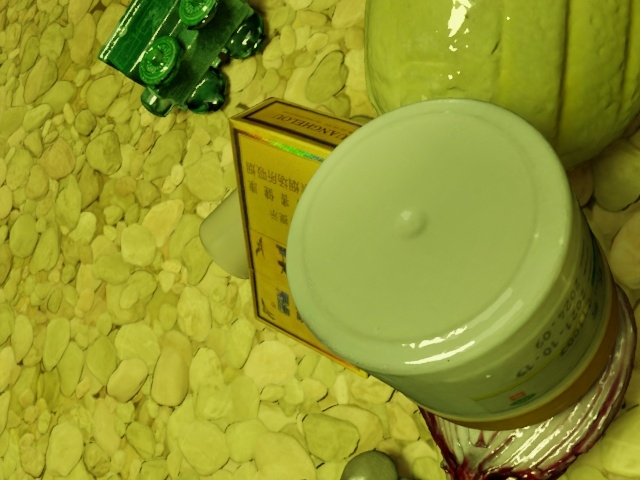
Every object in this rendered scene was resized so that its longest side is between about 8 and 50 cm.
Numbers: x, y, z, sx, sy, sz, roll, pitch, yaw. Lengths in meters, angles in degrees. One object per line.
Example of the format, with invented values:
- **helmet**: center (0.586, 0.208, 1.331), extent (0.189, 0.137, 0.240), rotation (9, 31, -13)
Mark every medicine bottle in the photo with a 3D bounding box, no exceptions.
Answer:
- **medicine bottle**: center (0.124, 0.031, 0.582), extent (0.238, 0.232, 0.238), rotation (-14, 60, 25)
- **medicine bottle**: center (-0.052, -0.061, 0.917), extent (0.252, 0.114, 0.114), rotation (-43, 60, 17)

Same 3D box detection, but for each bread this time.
- **bread**: center (0.205, -0.220, 0.687), extent (0.237, 0.320, 0.320), rotation (33, 97, 53)

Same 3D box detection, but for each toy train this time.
- **toy train**: center (-0.218, -0.333, 1.074), extent (0.202, 0.145, 0.266), rotation (43, 101, 35)

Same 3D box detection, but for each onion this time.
- **onion**: center (0.203, 0.154, 0.694), extent (0.227, 0.120, 0.283), rotation (13, 73, 40)

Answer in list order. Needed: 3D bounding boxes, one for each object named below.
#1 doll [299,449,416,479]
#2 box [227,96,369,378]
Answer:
- **doll**: center (0.010, 0.451, 0.657), extent (0.252, 0.382, 0.378), rotation (23, 111, -5)
- **box**: center (0.000, 0.000, 0.782), extent (0.193, 0.084, 0.301), rotation (24, 133, 32)
